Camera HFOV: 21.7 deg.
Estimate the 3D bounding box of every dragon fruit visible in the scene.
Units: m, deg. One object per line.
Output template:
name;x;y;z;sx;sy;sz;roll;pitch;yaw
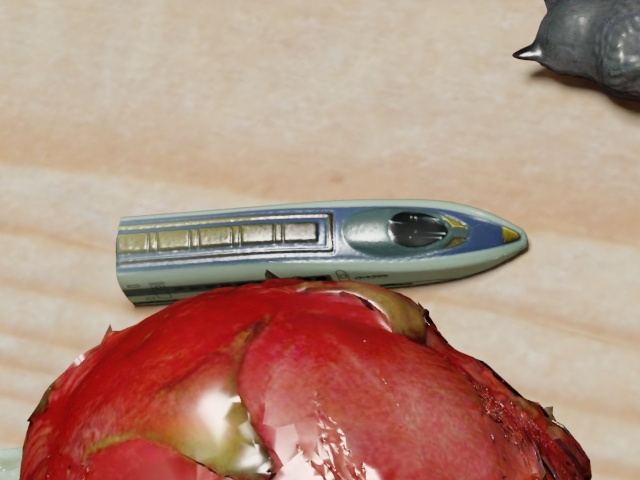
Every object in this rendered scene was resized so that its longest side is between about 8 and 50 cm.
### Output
dragon fruit;-0.007;0.173;0.794;0.295;0.295;0.302;-34;65;-8

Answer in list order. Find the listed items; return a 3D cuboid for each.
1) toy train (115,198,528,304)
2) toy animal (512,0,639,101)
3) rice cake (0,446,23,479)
toy train;0.000;0.000;1.028;0.252;0.048;0.055;-5;61;10
toy animal;0.218;-0.119;1.012;0.210;0.117;0.121;12;70;17
rice cake;-0.084;0.127;0.961;0.336;0.066;0.063;-18;49;1
